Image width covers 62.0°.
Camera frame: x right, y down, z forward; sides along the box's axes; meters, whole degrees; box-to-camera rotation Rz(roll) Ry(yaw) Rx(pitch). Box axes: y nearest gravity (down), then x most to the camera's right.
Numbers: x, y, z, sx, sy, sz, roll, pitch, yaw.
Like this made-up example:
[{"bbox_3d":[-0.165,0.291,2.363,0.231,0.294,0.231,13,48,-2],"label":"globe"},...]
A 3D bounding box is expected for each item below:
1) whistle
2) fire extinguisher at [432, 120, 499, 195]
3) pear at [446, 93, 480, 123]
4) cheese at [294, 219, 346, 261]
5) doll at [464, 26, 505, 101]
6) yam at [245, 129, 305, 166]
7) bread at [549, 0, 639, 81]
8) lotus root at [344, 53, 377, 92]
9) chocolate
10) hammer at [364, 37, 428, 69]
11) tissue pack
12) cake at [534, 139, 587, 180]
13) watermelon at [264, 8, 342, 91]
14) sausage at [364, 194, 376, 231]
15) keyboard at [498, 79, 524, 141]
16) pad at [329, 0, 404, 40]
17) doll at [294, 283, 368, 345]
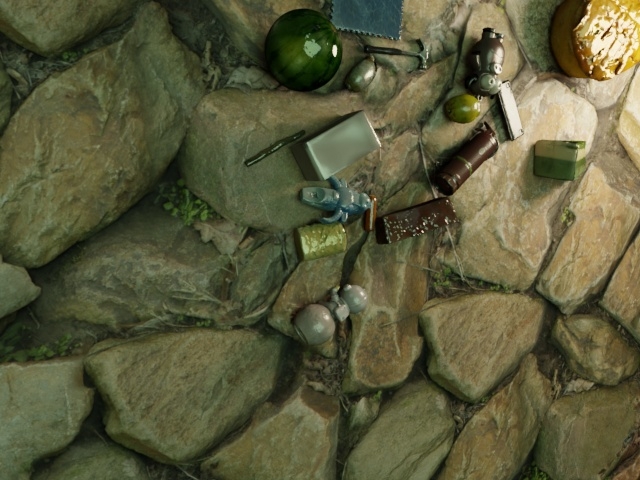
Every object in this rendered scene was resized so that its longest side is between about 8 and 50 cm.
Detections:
[{"bbox_3d":[0.056,-0.138,1.830,0.268,0.093,0.180,7,70,-23],"label":"whistle"},{"bbox_3d":[0.553,-0.317,2.007,0.141,0.105,0.341,43,72,7],"label":"fire extinguisher"},{"bbox_3d":[0.527,-0.485,1.972,0.131,0.107,0.107,-8,101,-7],"label":"pear"},{"bbox_3d":[0.000,0.000,1.825,0.167,0.094,0.123,-12,104,-20],"label":"cheese"},{"bbox_3d":[0.617,-0.643,1.976,0.181,0.117,0.258,8,91,-37],"label":"doll"},{"bbox_3d":[-0.148,-0.308,1.758,0.234,0.029,0.027,-33,136,-17],"label":"yam"},{"bbox_3d":[1.094,-0.823,2.098,0.397,0.215,0.399,-4,100,-21],"label":"bread"},{"bbox_3d":[0.143,-0.567,1.813,0.088,0.088,0.165,46,70,-21],"label":"lotus root"},{"bbox_3d":[0.355,-0.077,1.963,0.321,0.112,0.112,-16,94,-19],"label":"chocolate"},{"bbox_3d":[0.268,-0.670,1.877,0.246,0.029,0.103,0,98,-21],"label":"hammer"},{"bbox_3d":[0.047,-0.314,1.766,0.246,0.159,0.136,-33,107,-14],"label":"tissue pack"},{"bbox_3d":[1.001,-0.346,2.217,0.283,0.172,0.158,-20,115,-53],"label":"cake"},{"bbox_3d":[-0.053,-0.583,1.643,0.242,0.242,0.243,-3,99,-22],"label":"watermelon"},{"bbox_3d":[0.179,-0.097,1.914,0.039,0.041,0.131,3,97,-1],"label":"sausage"},{"bbox_3d":[0.746,-0.510,2.093,0.093,0.025,0.230,-31,108,-28],"label":"keyboard"},{"bbox_3d":[0.165,-0.832,1.806,0.268,0.012,0.270,1,96,-18],"label":"pad"},{"bbox_3d":[0.048,0.248,1.859,0.287,0.151,0.151,-31,108,-19],"label":"doll"}]
